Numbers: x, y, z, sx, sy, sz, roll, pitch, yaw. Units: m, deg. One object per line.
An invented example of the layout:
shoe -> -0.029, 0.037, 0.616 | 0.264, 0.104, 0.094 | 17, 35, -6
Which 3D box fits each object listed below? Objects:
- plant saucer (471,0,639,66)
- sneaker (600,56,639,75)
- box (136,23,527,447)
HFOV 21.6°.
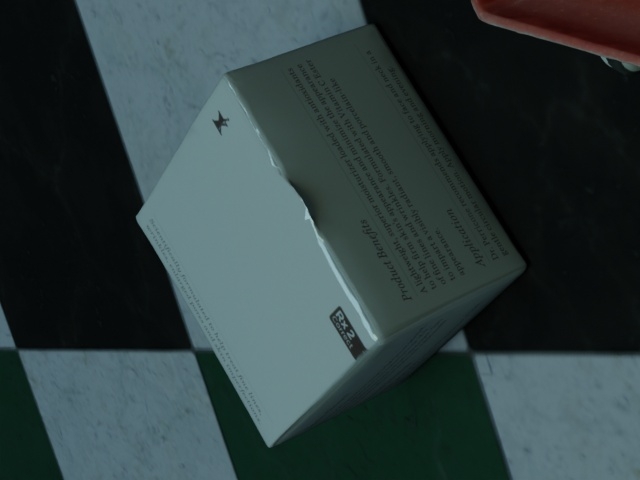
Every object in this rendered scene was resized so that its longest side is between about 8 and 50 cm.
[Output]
plant saucer -> 0.176, -0.192, 0.675 | 0.259, 0.047, 0.259 | 25, 117, 46
sneaker -> 0.160, -0.120, 0.787 | 0.043, 0.040, 0.109 | 41, 140, 31
box -> 0.000, 0.000, 1.022 | 0.181, 0.119, 0.182 | 59, 147, 13
